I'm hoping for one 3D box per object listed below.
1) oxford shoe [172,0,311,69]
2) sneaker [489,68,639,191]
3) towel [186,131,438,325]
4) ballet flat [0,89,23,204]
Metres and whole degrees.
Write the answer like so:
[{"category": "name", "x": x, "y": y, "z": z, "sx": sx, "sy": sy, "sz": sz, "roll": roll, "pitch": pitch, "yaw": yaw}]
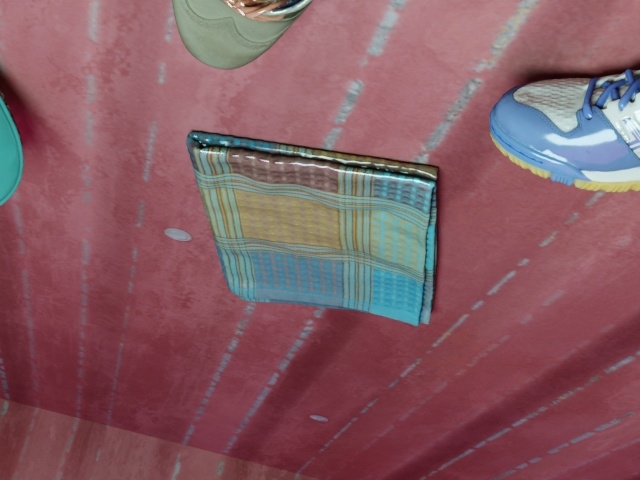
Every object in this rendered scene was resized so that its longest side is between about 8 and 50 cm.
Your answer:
[{"category": "oxford shoe", "x": -0.050, "y": -0.197, "z": 0.726, "sx": 0.123, "sy": 0.130, "sz": 0.348, "roll": 17, "pitch": 155, "yaw": -9}, {"category": "sneaker", "x": 0.279, "y": -0.111, "z": 0.819, "sx": 0.297, "sy": 0.112, "sz": 0.131, "roll": 5, "pitch": 137, "yaw": 13}, {"category": "towel", "x": 0.000, "y": 0.000, "z": 1.236, "sx": 0.271, "sy": 0.040, "sz": 0.370, "roll": 8, "pitch": 155, "yaw": 8}, {"category": "ballet flat", "x": -0.451, "y": -0.187, "z": 0.936, "sx": 0.182, "sy": 0.164, "sz": 0.483, "roll": 23, "pitch": 166, "yaw": 30}]
